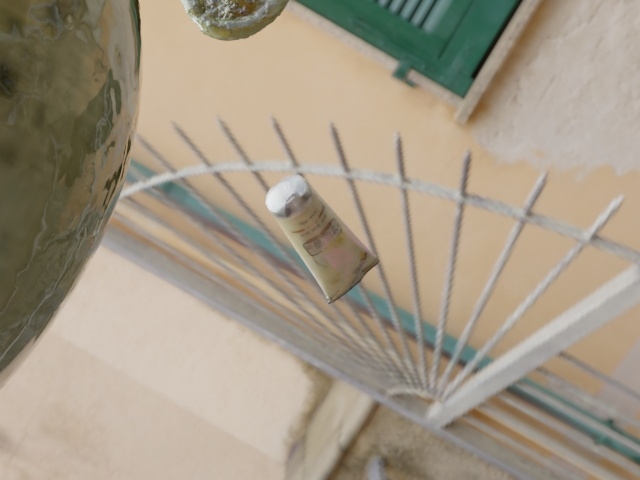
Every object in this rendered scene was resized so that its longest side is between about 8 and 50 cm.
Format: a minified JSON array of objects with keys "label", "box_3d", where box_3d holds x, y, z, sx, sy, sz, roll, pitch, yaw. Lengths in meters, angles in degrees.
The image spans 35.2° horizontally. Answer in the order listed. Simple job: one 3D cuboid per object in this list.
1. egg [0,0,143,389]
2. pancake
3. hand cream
[{"label":"egg","box_3d":[-0.265,-0.048,0.441,0.345,0.345,0.428,-148,80,-87]},{"label":"pancake","box_3d":[-0.080,-0.228,0.895,0.108,0.108,0.017,-62,1,-19]},{"label":"hand cream","box_3d":[0.000,0.000,0.867,0.061,0.143,0.039,-44,44,-5]}]
